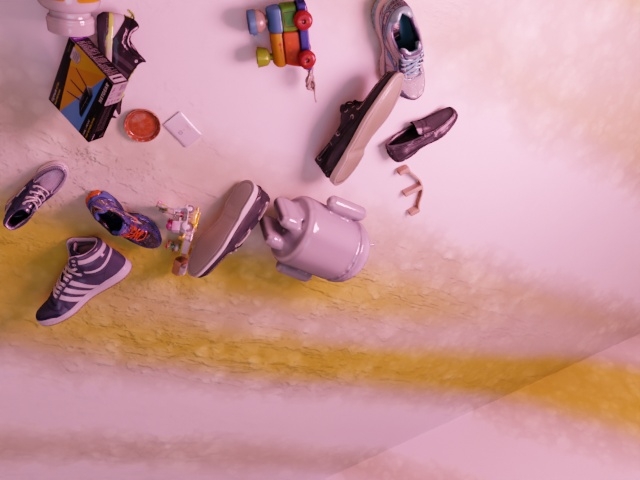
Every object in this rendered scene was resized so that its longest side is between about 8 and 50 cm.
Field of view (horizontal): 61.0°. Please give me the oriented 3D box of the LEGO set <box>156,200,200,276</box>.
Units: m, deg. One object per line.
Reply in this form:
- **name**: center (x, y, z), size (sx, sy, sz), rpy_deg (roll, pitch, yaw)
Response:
- **LEGO set**: center (-0.390, -0.022, 1.445), size (0.107, 0.132, 0.287), rpy_deg (16, 148, -9)

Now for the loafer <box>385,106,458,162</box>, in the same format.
- **loafer**: center (0.284, -0.307, 1.529), size (0.223, 0.076, 0.078), rpy_deg (-34, 138, 9)

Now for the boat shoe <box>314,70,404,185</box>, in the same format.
- **boat shoe**: center (0.090, -0.309, 1.427), size (0.127, 0.113, 0.340), rpy_deg (-25, 151, -52)

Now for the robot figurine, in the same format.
- **robot figurine**: center (0.000, 0.000, 1.555), size (0.354, 0.199, 0.300), rpy_deg (25, 121, -34)

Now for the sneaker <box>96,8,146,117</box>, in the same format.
- **sneaker**: center (-0.427, -0.375, 1.177), size (0.097, 0.084, 0.234), rpy_deg (-5, 126, -23)

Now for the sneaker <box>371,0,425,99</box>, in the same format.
- **sneaker**: center (0.206, -0.462, 1.353), size (0.110, 0.122, 0.283), rpy_deg (-29, 130, -1)

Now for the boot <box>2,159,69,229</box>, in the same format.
- **boot**: center (-0.665, -0.103, 1.275), size (0.190, 0.086, 0.069), rpy_deg (-41, 129, 10)

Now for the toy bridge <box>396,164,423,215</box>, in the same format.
- **toy bridge**: center (0.284, -0.157, 1.673), size (0.063, 0.026, 0.188), rpy_deg (-27, 131, -4)

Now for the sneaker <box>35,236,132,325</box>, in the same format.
- **sneaker**: center (-0.654, 0.098, 1.417), size (0.282, 0.099, 0.153), rpy_deg (-35, 135, -5)

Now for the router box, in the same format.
- **router box**: center (-0.488, -0.314, 1.136), size (0.133, 0.046, 0.179), rpy_deg (47, 130, 2)

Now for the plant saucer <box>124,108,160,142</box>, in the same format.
- **plant saucer**: center (-0.425, -0.275, 1.297), size (0.084, 0.013, 0.083), rpy_deg (-11, 127, -15)

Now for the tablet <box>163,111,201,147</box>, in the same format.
- **tablet**: center (-0.339, -0.273, 1.340), size (0.054, 0.006, 0.083), rpy_deg (-37, 129, 6)

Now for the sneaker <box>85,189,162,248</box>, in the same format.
- **sneaker**: center (-0.503, -0.035, 1.392), size (0.083, 0.087, 0.221), rpy_deg (-44, 129, 13)

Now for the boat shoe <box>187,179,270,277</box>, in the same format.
- **boat shoe**: center (-0.242, -0.017, 1.469), size (0.302, 0.114, 0.091), rpy_deg (-52, 138, 2)

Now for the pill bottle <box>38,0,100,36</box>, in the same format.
- **pill bottle**: center (-0.483, -0.506, 1.035), size (0.118, 0.117, 0.208), rpy_deg (-4, 126, -20)

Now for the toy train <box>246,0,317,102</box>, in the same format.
- **toy train**: center (-0.087, -0.429, 1.276), size (0.144, 0.105, 0.247), rpy_deg (-9, 128, -4)
